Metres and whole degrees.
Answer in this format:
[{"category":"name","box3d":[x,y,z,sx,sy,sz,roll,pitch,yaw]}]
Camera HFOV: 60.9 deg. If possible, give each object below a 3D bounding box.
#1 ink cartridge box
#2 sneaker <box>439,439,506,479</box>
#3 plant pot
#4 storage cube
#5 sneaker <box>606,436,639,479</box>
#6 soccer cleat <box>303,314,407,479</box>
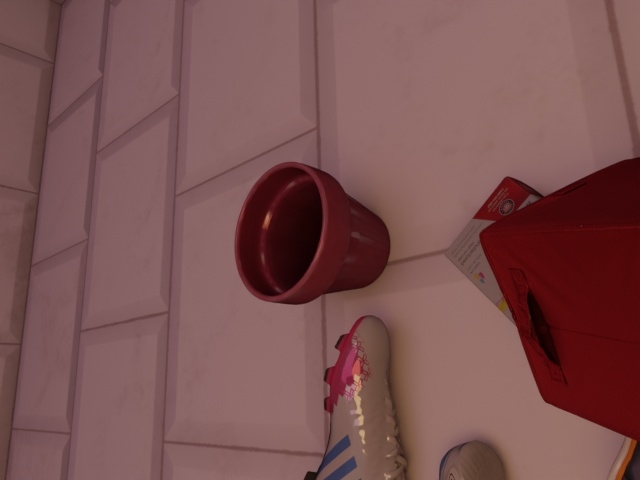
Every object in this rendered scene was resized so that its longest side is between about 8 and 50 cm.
[{"category":"ink cartridge box","box3d":[0.254,0.028,0.635,0.127,0.072,0.175,-56,47,19]},{"category":"sneaker","box3d":[0.170,0.347,0.603,0.086,0.085,0.237,111,172,-49]},{"category":"plant pot","box3d":[0.000,0.000,0.821,0.202,0.180,0.201,-13,72,43]},{"category":"storage cube","box3d":[0.283,0.034,0.433,0.183,0.215,0.193,67,167,-5]},{"category":"sneaker","box3d":[0.330,0.264,0.465,0.128,0.126,0.320,-19,56,36]},{"category":"soccer cleat","box3d":[0.071,0.274,0.749,0.143,0.116,0.330,14,92,30]}]
